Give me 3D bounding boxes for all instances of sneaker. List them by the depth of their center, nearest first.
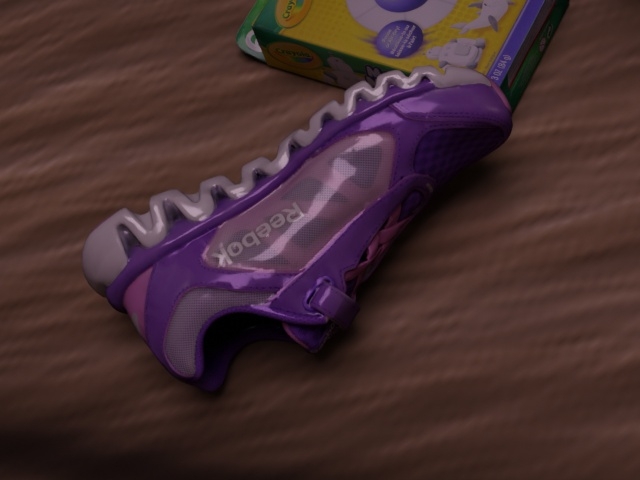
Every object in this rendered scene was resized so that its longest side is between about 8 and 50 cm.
[{"bbox_3d":[0.000,0.000,0.653,0.236,0.095,0.104,-29,65,3],"label":"sneaker"}]

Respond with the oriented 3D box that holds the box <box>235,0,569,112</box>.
[{"bbox_3d":[0.043,-0.136,0.743,0.179,0.043,0.105,19,66,25],"label":"box"}]
